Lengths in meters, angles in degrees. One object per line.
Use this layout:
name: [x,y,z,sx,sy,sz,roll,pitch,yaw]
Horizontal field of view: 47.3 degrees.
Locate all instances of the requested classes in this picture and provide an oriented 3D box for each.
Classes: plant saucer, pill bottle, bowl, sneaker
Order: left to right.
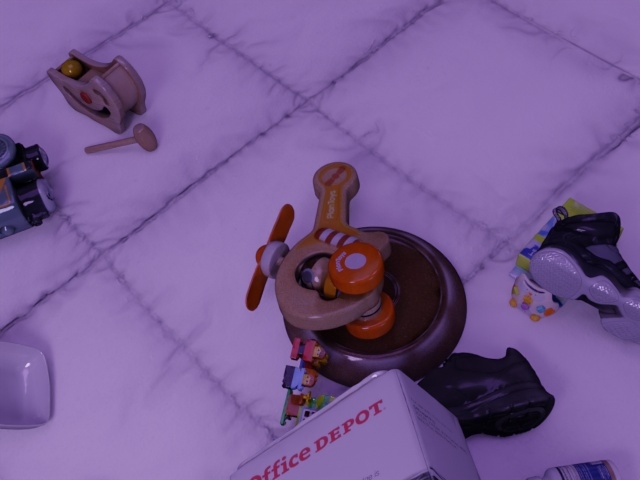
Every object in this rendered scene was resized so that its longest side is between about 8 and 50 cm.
bowl: [-0.501,0.231,1.143,0.053,0.142,0.142,-34,56,29]
plant saucer: [0.088,0.095,1.216,0.310,0.050,0.311,-3,57,4]
sneaker: [0.193,0.236,1.091,0.286,0.109,0.130,-8,46,-8]
pill bottle: [0.350,0.345,1.010,0.120,0.067,0.067,-9,56,0]
sneaker: [0.460,0.048,1.140,0.268,0.101,0.153,30,59,-7]

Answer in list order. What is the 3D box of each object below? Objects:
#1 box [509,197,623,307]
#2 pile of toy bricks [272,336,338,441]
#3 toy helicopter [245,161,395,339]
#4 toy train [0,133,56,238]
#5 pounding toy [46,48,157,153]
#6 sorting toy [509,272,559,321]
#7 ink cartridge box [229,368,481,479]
box: [0.415,0.017,1.237,0.109,0.042,0.178,36,66,25]
pile of toy bricks: [-0.001,0.249,1.074,0.105,0.118,0.212,8,68,10]
toy helicopter: [0.000,0.000,1.205,0.235,0.140,0.355,-6,45,12]
toy train: [-0.657,-0.065,1.351,0.334,0.142,0.190,-21,69,-11]
pounding toy: [-0.447,-0.277,1.451,0.269,0.154,0.155,29,63,23]
sorting toy: [0.342,0.085,1.179,0.083,0.075,0.045,36,66,26]
ink cartridge box: [0.061,0.389,0.825,0.285,0.166,0.395,-36,36,17]
